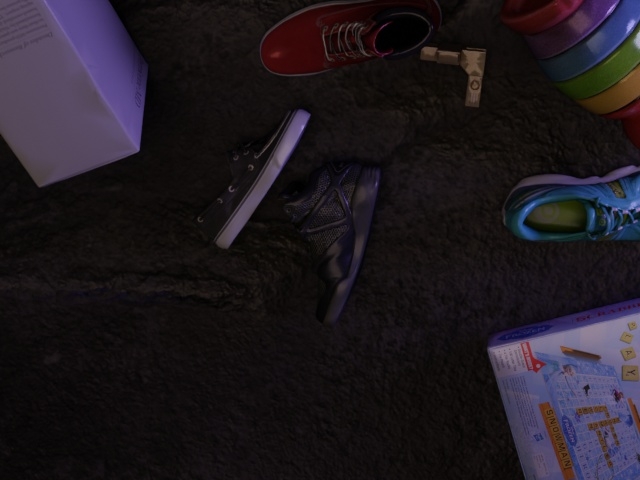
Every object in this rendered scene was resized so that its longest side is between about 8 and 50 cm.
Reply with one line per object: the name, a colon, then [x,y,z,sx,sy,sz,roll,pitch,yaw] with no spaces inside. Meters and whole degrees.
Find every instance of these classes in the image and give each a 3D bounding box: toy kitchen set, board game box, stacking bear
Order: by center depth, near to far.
stacking bear: [0.372,-0.222,1.669,0.289,0.175,0.164,45,151,-16]
toy kitchen set: [0.169,-0.213,1.745,0.083,0.068,0.075,7,107,7]
board game box: [0.422,0.244,1.842,0.318,0.066,0.318,-14,103,13]

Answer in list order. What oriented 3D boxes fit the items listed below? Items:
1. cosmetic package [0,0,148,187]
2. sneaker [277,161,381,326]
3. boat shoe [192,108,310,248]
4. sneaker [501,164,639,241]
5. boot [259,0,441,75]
cosmetic package: [-0.368,-0.282,1.660,0.156,0.217,0.385,-20,130,13]
sneaker: [0.000,0.000,1.827,0.130,0.087,0.227,12,105,7]
boat shoe: [-0.099,-0.094,1.821,0.076,0.080,0.228,33,116,-4]
sneaker: [0.374,-0.033,1.746,0.275,0.110,0.107,-6,105,10]
boot: [0.028,-0.254,1.699,0.244,0.176,0.088,-13,106,13]
